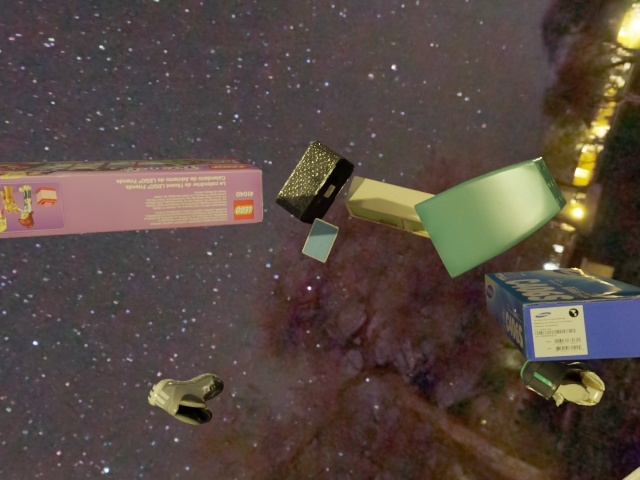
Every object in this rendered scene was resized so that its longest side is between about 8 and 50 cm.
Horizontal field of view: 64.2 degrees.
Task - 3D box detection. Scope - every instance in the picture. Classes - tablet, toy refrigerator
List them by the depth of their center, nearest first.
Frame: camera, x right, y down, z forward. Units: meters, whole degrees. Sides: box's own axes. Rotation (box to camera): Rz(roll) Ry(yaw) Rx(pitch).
[{"bbox_3d":[0.000,0.000,1.062,0.006,0.054,0.083,-54,-13,-68],"label":"tablet"},{"bbox_3d":[0.210,-0.084,1.380,0.102,0.270,0.094,57,-129,-67],"label":"toy refrigerator"}]

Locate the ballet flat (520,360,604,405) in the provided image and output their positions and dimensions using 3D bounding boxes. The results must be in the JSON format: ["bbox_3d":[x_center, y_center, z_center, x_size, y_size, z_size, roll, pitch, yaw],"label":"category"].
[{"bbox_3d":[0.388,0.225,0.785,0.203,0.074,0.074,19,-91,-36],"label":"ballet flat"}]

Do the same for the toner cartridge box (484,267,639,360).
[{"bbox_3d":[0.356,0.098,0.769,0.348,0.165,0.075,-13,-81,-80],"label":"toner cartridge box"}]

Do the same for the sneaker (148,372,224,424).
[{"bbox_3d":[-0.288,0.389,1.217,0.229,0.132,0.086,13,-79,-57],"label":"sneaker"}]

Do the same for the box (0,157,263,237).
[{"bbox_3d":[-0.222,-0.054,0.546,0.201,0.293,0.057,-143,51,-69],"label":"box"}]

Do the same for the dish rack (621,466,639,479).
[{"bbox_3d":[0.782,0.599,1.147,0.333,0.072,0.285,21,-63,-26],"label":"dish rack"}]

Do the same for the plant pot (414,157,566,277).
[{"bbox_3d":[0.350,-0.060,1.021,0.166,0.234,0.165,-21,-97,-57],"label":"plant pot"}]

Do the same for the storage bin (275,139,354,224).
[{"bbox_3d":[-0.011,-0.136,1.232,0.180,0.084,0.122,-55,-20,9],"label":"storage bin"}]
